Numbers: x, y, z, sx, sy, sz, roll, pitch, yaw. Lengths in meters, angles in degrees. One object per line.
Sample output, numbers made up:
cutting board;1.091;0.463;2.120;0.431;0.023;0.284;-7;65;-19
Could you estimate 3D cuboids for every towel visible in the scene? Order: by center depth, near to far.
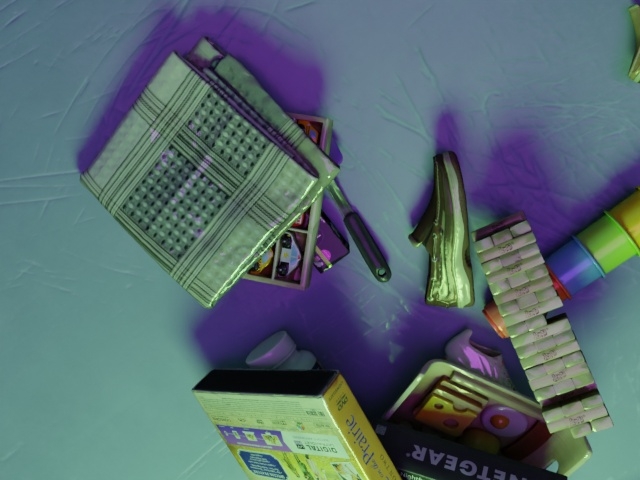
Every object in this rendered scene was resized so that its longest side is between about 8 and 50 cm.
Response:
towel;-0.179;-0.105;1.109;0.312;0.056;0.324;45;103;8

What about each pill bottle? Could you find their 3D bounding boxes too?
pill bottle;-0.036;0.247;1.204;0.112;0.112;0.187;-34;101;8

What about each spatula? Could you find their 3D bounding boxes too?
spatula;0.036;-0.059;1.171;0.084;0.030;0.296;-31;101;5

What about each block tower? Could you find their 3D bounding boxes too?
block tower;0.329;0.126;1.094;0.091;0.097;0.335;-23;85;14

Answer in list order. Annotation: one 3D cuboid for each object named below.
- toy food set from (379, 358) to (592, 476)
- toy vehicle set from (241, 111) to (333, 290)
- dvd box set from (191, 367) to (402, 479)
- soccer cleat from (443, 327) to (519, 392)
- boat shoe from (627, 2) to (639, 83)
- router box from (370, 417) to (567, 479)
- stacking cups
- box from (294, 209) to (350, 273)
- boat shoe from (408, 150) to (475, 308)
toy food set;0.246;0.335;1.187;0.306;0.092;0.220;25;127;-5
toy vehicle set;-0.081;-0.069;1.133;0.166;0.035;0.267;10;97;14
dvd box set;0.003;0.384;1.148;0.307;0.062;0.420;-11;115;45
soccer cleat;0.293;0.231;1.219;0.196;0.068;0.076;41;98;-5
boat shoe;0.495;-0.333;1.088;0.072;0.068;0.190;23;93;8
router box;0.213;0.430;1.166;0.308;0.081;0.243;14;132;15
stacking cups;0.409;0.048;1.166;0.316;0.096;0.096;-40;99;13
box;0.000;0.000;1.175;0.062;0.052;0.083;-37;99;9
boat shoe;0.186;-0.010;1.150;0.095;0.095;0.257;-6;103;9
